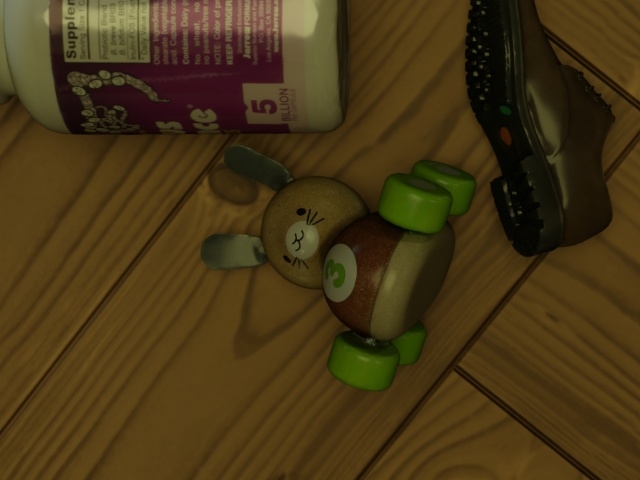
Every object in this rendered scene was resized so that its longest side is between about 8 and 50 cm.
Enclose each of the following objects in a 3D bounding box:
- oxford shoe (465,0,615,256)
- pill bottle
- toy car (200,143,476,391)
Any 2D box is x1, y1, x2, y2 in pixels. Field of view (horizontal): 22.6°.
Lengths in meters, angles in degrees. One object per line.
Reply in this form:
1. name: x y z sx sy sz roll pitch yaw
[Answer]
1. oxford shoe: 0.170 -0.107 1.224 0.096 0.083 0.227 -13 90 -19
2. pill bottle: -0.131 -0.161 1.189 0.301 0.169 0.169 0 94 5
3. toy car: 0.000 0.000 1.213 0.188 0.149 0.155 21 106 14
